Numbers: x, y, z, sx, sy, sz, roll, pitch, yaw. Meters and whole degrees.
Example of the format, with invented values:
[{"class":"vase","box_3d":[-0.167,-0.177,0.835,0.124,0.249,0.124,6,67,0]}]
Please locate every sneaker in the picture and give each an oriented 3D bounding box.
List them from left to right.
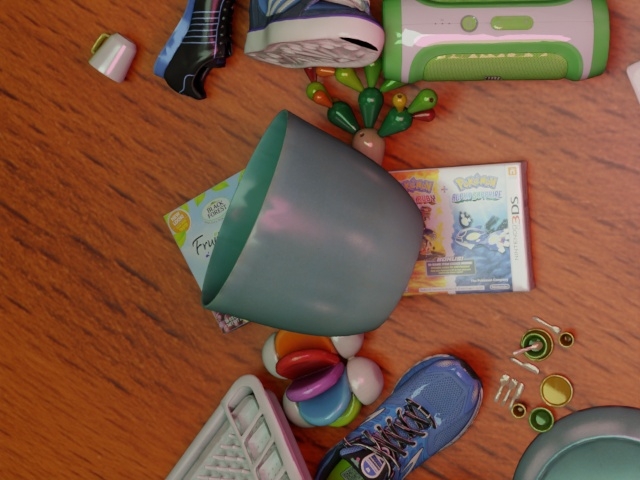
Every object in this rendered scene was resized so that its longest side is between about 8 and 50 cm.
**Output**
[{"class":"sneaker","box_3d":[-0.162,-0.322,1.933,0.090,0.081,0.232,35,113,9]},{"class":"sneaker","box_3d":[0.002,-0.364,1.767,0.130,0.323,0.236,15,87,-27]},{"class":"sneaker","box_3d":[0.108,0.300,1.871,0.130,0.147,0.330,43,109,3]}]

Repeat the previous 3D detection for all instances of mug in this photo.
[{"class":"mug","box_3d":[-0.324,-0.292,2.001,0.078,0.062,0.064,35,99,5]}]

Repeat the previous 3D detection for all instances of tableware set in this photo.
[{"class":"tableware set","box_3d":[0.318,0.195,1.852,0.104,0.024,0.154,28,104,16]}]

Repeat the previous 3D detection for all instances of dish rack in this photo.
[{"class":"dish rack","box_3d":[-0.123,0.401,1.940,0.333,0.072,0.285,-53,41,24]}]

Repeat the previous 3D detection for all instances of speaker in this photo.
[{"class":"speaker","box_3d":[0.232,-0.275,1.736,0.296,0.131,0.131,-1,97,2]}]

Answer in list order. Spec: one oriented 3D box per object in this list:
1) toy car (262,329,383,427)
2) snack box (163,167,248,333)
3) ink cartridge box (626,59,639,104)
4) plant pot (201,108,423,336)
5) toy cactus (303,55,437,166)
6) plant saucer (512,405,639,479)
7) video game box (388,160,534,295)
[{"class":"toy car","box_3d":[-0.006,0.196,1.908,0.159,0.136,0.182,-23,89,20]},{"class":"snack box","box_3d":[-0.114,0.011,1.958,0.174,0.070,0.207,-29,85,20]},{"class":"ink cartridge box","box_3d":[0.625,-0.165,1.626,0.395,0.166,0.285,-22,89,21]},{"class":"plant pot","box_3d":[0.000,0.000,1.767,0.235,0.293,0.293,23,105,-11]},{"class":"toy cactus","box_3d":[0.071,-0.180,1.855,0.219,0.112,0.180,7,103,23]},{"class":"plant saucer","box_3d":[0.423,0.395,1.833,0.317,0.043,0.318,2,97,19]},{"class":"video game box","box_3d":[0.201,-0.016,1.858,0.205,0.048,0.187,-4,93,20]}]
